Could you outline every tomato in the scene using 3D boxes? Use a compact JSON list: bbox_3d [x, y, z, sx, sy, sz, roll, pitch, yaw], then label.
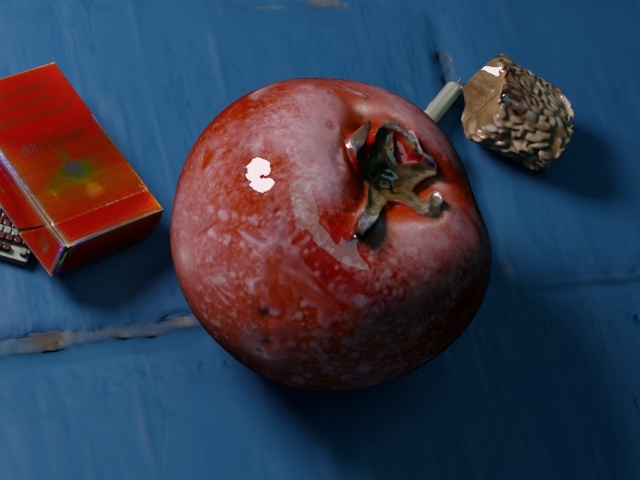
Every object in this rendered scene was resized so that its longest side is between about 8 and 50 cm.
[{"bbox_3d":[0.000,0.000,1.384,0.270,0.227,0.270,23,46,-26],"label":"tomato"}]

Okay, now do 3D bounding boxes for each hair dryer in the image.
[{"bbox_3d":[0.105,-0.127,1.607,0.063,0.038,0.124,37,51,3],"label":"hair dryer"}]

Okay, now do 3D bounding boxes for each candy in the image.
[{"bbox_3d":[0.190,-0.120,1.603,0.110,0.085,0.095,22,51,-19],"label":"candy"}]

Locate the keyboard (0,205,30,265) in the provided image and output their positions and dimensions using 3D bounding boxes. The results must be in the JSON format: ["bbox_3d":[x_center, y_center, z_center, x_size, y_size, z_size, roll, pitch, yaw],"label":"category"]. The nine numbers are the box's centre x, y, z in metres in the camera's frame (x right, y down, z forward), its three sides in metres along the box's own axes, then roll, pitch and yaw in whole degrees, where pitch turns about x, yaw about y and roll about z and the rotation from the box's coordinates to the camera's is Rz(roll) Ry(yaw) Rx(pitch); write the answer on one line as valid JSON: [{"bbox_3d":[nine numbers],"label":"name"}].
[{"bbox_3d":[-0.322,-0.024,1.409,0.166,0.017,0.055,17,58,-10],"label":"keyboard"}]

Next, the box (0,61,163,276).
[{"bbox_3d":[-0.230,-0.063,1.434,0.112,0.048,0.175,-23,70,-42],"label":"box"}]
